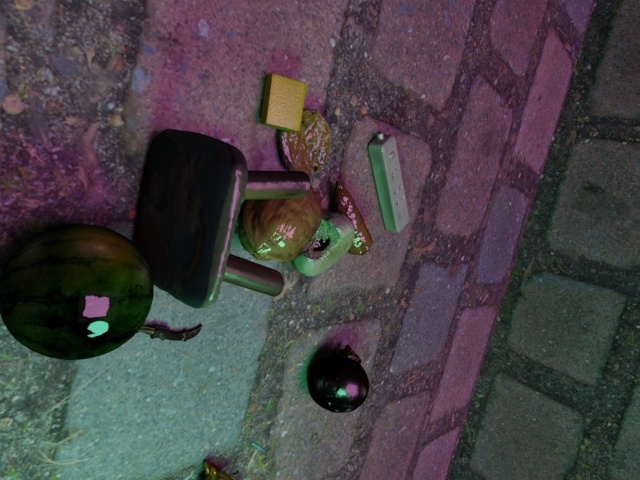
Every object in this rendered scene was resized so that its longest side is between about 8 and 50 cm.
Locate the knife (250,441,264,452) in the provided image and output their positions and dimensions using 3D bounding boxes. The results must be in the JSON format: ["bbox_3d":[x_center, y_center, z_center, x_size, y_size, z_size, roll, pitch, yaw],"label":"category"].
[{"bbox_3d":[-0.204,0.676,1.419,0.014,0.005,0.091,-52,137,-21],"label":"knife"}]

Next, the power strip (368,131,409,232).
[{"bbox_3d":[0.241,-0.199,1.507,0.091,0.062,0.386,-44,134,-30],"label":"power strip"}]

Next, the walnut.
[{"bbox_3d":[-0.101,-0.049,1.097,0.245,0.198,0.198,-55,141,-44],"label":"walnut"}]

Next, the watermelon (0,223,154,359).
[{"bbox_3d":[-0.422,0.088,0.769,0.242,0.242,0.243,-21,120,-41],"label":"watermelon"}]

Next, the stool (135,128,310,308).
[{"bbox_3d":[-0.207,-0.047,0.896,0.226,0.310,0.311,4,105,-49],"label":"stool"}]

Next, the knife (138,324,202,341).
[{"bbox_3d":[-0.376,0.220,1.035,0.222,0.021,0.046,16,94,-53],"label":"knife"}]

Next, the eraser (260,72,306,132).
[{"bbox_3d":[-0.092,-0.338,1.077,0.097,0.045,0.123,4,97,-33],"label":"eraser"}]

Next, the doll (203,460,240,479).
[{"bbox_3d":[-0.280,0.732,1.267,0.135,0.142,0.221,-32,134,-33],"label":"doll"}]

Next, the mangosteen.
[{"bbox_3d":[0.067,0.463,1.501,0.250,0.211,0.212,-71,151,-49],"label":"mangosteen"}]

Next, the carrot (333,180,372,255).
[{"bbox_3d":[0.092,-0.074,1.374,0.102,0.101,0.263,-44,130,-27],"label":"carrot"}]

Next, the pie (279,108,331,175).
[{"bbox_3d":[-0.042,-0.267,1.187,0.186,0.041,0.187,-19,118,-41],"label":"pie"}]

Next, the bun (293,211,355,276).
[{"bbox_3d":[0.000,0.000,1.276,0.212,0.126,0.204,-36,155,-25],"label":"bun"}]
